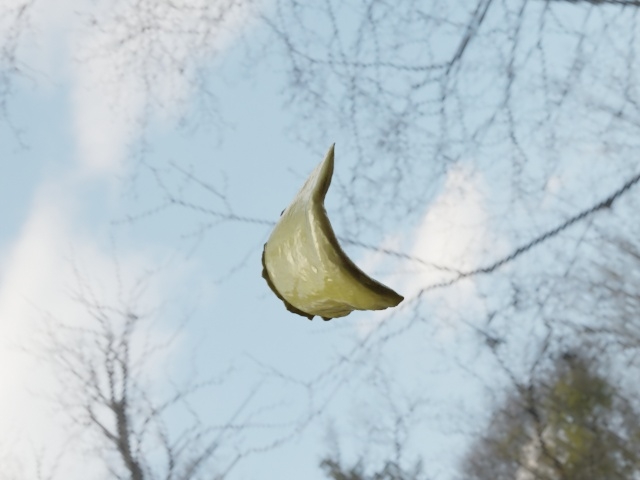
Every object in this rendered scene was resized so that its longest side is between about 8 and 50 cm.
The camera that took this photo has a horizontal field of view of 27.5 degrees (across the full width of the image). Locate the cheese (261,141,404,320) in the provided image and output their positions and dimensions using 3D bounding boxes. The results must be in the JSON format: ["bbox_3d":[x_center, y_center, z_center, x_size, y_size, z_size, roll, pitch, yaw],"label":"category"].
[{"bbox_3d":[-0.001,-0.001,0.624,0.041,0.060,0.084,-16,-88,-31],"label":"cheese"}]
